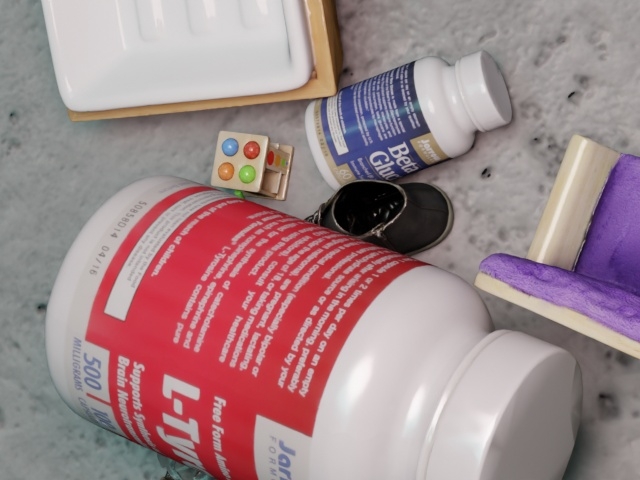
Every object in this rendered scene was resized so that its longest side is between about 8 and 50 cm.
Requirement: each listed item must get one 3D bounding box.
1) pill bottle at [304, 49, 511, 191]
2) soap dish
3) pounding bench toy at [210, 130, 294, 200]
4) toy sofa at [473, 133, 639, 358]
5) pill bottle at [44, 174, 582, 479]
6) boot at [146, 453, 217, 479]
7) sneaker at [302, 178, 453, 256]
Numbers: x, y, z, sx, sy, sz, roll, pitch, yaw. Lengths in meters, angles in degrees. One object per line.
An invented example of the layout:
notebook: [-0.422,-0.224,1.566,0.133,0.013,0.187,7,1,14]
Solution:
pill bottle: [0.080,-0.108,1.660,0.169,0.094,0.094,-20,75,21]
soap dish: [-0.119,-0.237,1.719,0.290,0.118,0.229,-3,102,28]
pounding bench toy: [-0.067,-0.054,1.736,0.052,0.065,0.083,8,87,25]
toy sofa: [0.296,0.027,1.420,0.362,0.177,0.150,25,95,55]
pill bottle: [-0.006,0.105,1.522,0.407,0.229,0.229,19,91,30]
boot: [-0.094,0.327,1.647,0.222,0.118,0.338,18,79,32]
sneaker: [0.000,0.000,1.669,0.222,0.118,0.083,-28,72,19]
